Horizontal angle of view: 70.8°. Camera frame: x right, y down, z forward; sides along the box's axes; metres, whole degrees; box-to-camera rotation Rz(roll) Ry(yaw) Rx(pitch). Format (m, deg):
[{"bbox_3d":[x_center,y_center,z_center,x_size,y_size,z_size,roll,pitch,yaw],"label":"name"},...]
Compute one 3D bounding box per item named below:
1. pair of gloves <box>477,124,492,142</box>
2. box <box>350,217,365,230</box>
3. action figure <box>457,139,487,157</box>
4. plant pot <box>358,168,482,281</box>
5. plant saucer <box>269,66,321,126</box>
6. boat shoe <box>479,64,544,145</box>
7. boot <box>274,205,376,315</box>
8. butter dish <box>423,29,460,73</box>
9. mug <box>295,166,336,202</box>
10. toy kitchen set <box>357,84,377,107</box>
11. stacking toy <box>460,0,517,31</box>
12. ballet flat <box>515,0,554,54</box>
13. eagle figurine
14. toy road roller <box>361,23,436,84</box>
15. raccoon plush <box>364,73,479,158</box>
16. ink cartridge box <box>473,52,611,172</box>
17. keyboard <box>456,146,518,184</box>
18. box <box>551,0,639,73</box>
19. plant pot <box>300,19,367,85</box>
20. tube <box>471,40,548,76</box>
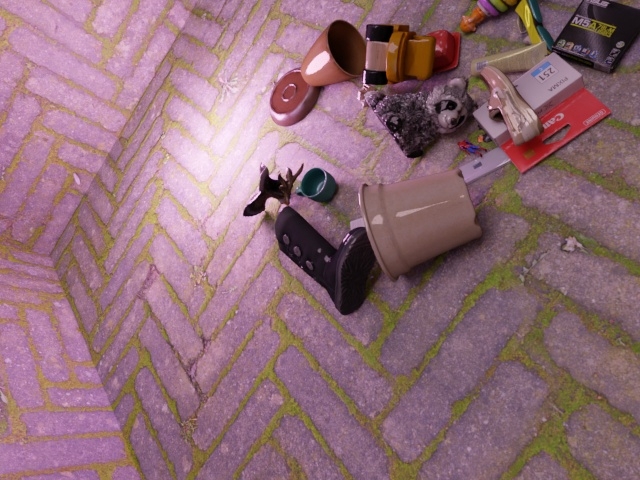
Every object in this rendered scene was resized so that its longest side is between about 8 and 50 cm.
[{"bbox_3d":[0.562,-0.369,1.509,0.074,0.010,0.083,-6,71,35],"label":"pair of gloves"},{"bbox_3d":[0.172,-0.022,1.623,0.087,0.101,0.102,-18,65,31],"label":"box"},{"bbox_3d":[0.505,-0.312,1.520,0.038,0.030,0.115,-52,46,4],"label":"action figure"},{"bbox_3d":[0.325,-0.070,1.416,0.305,0.334,0.333,-18,63,18],"label":"plant pot"},{"bbox_3d":[-0.135,-0.690,2.129,0.311,0.050,0.310,-13,68,33],"label":"plant saucer"},{"bbox_3d":[0.555,-0.415,1.374,0.098,0.109,0.302,-33,59,20],"label":"boat shoe"},{"bbox_3d":[-0.001,0.002,1.636,0.445,0.146,0.367,47,138,39],"label":"boot"},{"bbox_3d":[0.421,-0.713,1.668,0.160,0.118,0.159,-2,72,37],"label":"butter dish"},{"bbox_3d":[-0.011,-0.223,1.836,0.158,0.097,0.129,21,88,41],"label":"mug"},{"bbox_3d":[0.174,-0.595,1.851,0.075,0.083,0.068,48,146,38],"label":"toy kitchen set"},{"bbox_3d":[0.612,-0.848,1.567,0.175,0.166,0.302,46,130,-4],"label":"stacking toy"},{"bbox_3d":[0.698,-0.690,1.480,0.077,0.077,0.231,-32,67,53],"label":"ballet flat"},{"bbox_3d":[-0.223,-0.214,1.927,0.298,0.226,0.225,3,117,45],"label":"eagle figurine"},{"bbox_3d":[0.302,-0.663,1.624,0.241,0.329,0.202,14,118,21],"label":"toy road roller"},{"bbox_3d":[0.345,-0.511,1.612,0.299,0.216,0.446,-35,56,13],"label":"raccoon plush"},{"bbox_3d":[0.670,-0.396,1.391,0.296,0.066,0.261,-37,53,19],"label":"ink cartridge box"},{"bbox_3d":[0.525,-0.240,1.493,0.256,0.014,0.072,-28,54,26],"label":"keyboard"},{"bbox_3d":[0.832,-0.619,1.347,0.191,0.045,0.184,37,100,26],"label":"box"},{"bbox_3d":[0.037,-0.765,1.932,0.254,0.237,0.237,-14,66,50],"label":"plant pot"},{"bbox_3d":[0.628,-0.594,1.501,0.240,0.070,0.062,6,88,42],"label":"tube"}]
